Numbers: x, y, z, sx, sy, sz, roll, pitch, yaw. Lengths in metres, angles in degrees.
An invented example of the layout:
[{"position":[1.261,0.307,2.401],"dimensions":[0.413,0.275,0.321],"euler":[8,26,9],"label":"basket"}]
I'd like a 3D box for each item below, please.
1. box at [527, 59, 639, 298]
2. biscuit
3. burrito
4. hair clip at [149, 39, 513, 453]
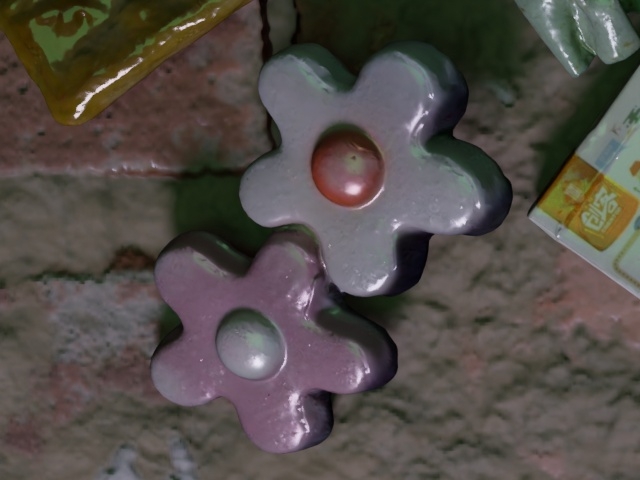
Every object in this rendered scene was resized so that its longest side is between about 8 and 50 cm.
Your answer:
[{"position":[0.228,0.005,0.788],"dimensions":[0.220,0.032,0.122],"euler":[36,106,4],"label":"box"},{"position":[-0.112,-0.171,0.835],"dimensions":[0.183,0.039,0.174],"euler":[-37,91,15],"label":"biscuit"},{"position":[0.126,-0.143,0.782],"dimensions":[0.074,0.044,0.118],"euler":[-29,88,12],"label":"burrito"},{"position":[-0.002,0.003,0.827],"dimensions":[0.146,0.075,0.257],"euler":[34,110,1],"label":"hair clip"}]
